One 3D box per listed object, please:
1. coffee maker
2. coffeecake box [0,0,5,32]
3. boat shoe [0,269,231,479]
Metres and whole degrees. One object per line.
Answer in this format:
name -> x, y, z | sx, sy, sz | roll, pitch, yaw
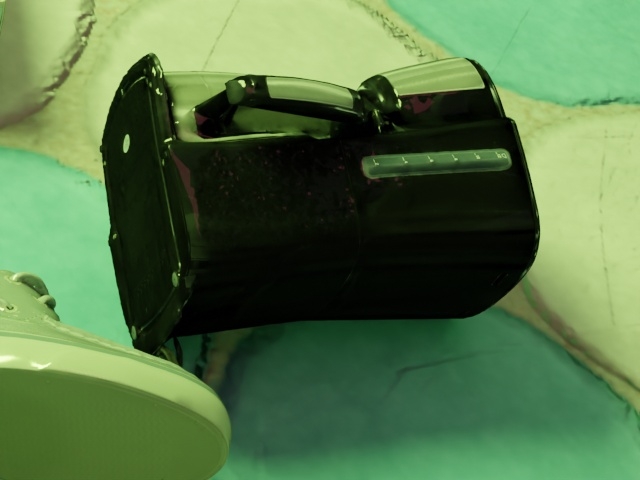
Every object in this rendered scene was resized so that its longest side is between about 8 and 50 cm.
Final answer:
coffee maker -> 0.000, 0.000, 0.854 | 0.178, 0.120, 0.171 | -2, 91, -22
coffeecake box -> -0.257, -0.147, 0.903 | 0.185, 0.068, 0.142 | 2, 48, -21
boat shoe -> -0.145, 0.043, 0.759 | 0.227, 0.079, 0.081 | 11, 45, 0
